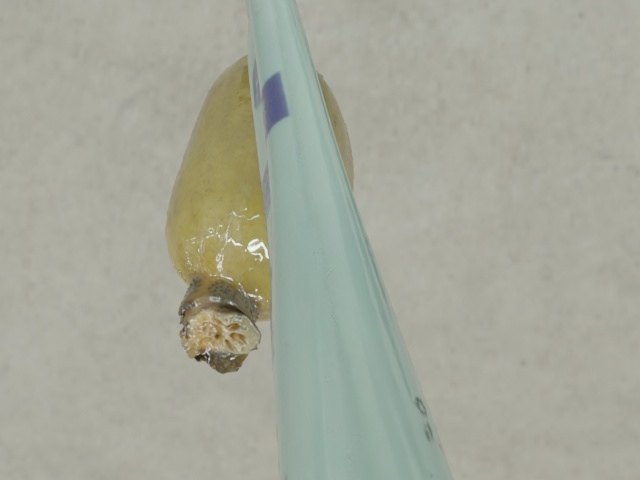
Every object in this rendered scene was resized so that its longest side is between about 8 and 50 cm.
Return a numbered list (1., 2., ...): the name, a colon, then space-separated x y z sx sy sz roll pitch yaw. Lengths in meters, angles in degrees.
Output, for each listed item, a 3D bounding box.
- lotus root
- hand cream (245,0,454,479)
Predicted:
1. lotus root: -0.043 -0.041 1.455 0.146 0.303 0.131 36 134 -27
2. hand cream: 0.000 0.000 0.706 0.067 0.320 0.109 -8 150 -5
